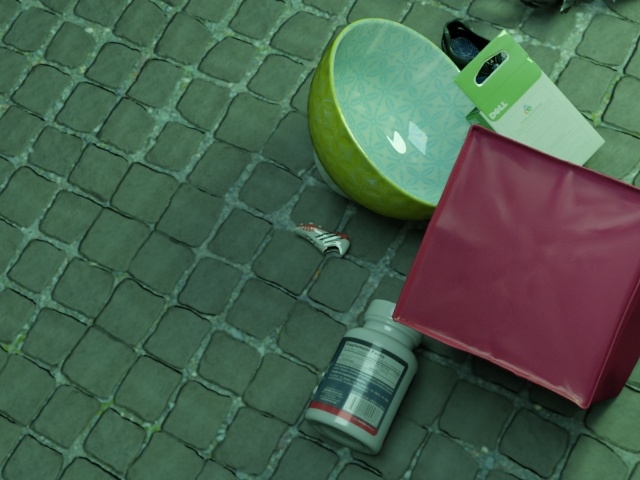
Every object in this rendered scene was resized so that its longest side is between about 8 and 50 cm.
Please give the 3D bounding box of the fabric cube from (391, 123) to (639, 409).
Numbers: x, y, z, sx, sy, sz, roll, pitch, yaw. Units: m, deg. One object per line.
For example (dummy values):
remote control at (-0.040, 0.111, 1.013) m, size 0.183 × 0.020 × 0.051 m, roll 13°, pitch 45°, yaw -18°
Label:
fabric cube at (0.278, 0.033, 1.526) m, size 0.259 × 0.258 × 0.254 m, roll 25°, pitch 95°, yaw 20°

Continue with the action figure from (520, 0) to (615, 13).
action figure at (0.297, -0.418, 1.831) m, size 0.276 × 0.141 × 0.164 m, roll 13°, pitch 58°, yaw 18°

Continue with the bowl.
bowl at (0.081, -0.139, 1.720) m, size 0.156 × 0.289 × 0.289 m, roll -36°, pitch 54°, yaw 43°

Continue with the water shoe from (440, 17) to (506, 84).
water shoe at (0.238, -0.231, 1.789) m, size 0.073 × 0.080 × 0.203 m, roll -41°, pitch 65°, yaw -8°

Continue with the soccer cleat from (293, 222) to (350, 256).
soccer cleat at (0.000, 0.000, 1.762) m, size 0.083 × 0.029 × 0.035 m, roll 14°, pitch 66°, yaw 12°

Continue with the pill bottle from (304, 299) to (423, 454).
pill bottle at (0.064, 0.173, 1.629) m, size 0.108 × 0.108 × 0.180 m, roll 21°, pitch 71°, yaw 19°

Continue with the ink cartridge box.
ink cartridge box at (0.272, -0.169, 1.712) m, size 0.109 × 0.062 × 0.209 m, roll -44°, pitch 98°, yaw -11°
